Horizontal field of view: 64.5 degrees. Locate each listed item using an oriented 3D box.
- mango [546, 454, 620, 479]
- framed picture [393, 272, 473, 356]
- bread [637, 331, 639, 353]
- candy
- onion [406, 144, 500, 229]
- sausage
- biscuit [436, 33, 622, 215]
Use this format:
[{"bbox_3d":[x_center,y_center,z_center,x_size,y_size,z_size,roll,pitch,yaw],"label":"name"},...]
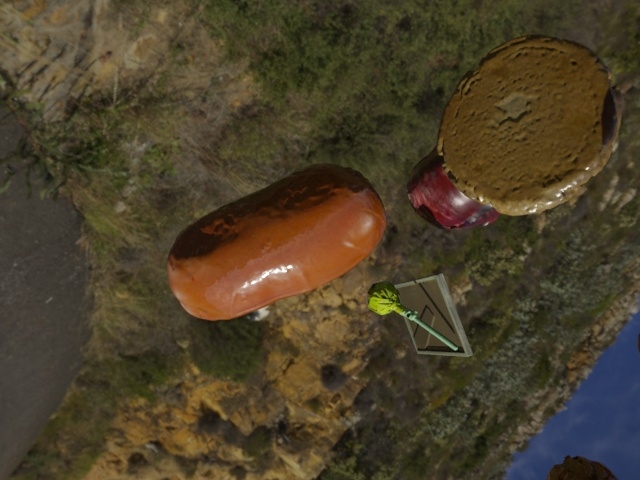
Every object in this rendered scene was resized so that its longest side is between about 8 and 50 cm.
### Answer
[{"bbox_3d":[0.551,0.570,0.990,0.152,0.287,0.201,-37,153,31],"label":"mango"},{"bbox_3d":[0.202,0.141,0.946,0.015,0.150,0.203,-18,174,-17],"label":"framed picture"},{"bbox_3d":[0.932,0.255,1.234,0.274,0.149,0.274,-38,-159,18],"label":"bread"},{"bbox_3d":[0.163,0.137,0.905,0.062,0.194,0.058,-52,147,-7],"label":"candy"},{"bbox_3d":[0.291,-0.117,0.988,0.246,0.190,0.246,-27,-178,1],"label":"onion"},{"bbox_3d":[-0.052,0.005,0.566,0.258,0.133,0.133,-23,-175,6],"label":"sausage"},{"bbox_3d":[0.246,-0.140,0.621,0.226,0.226,0.042,-47,147,22],"label":"biscuit"}]
